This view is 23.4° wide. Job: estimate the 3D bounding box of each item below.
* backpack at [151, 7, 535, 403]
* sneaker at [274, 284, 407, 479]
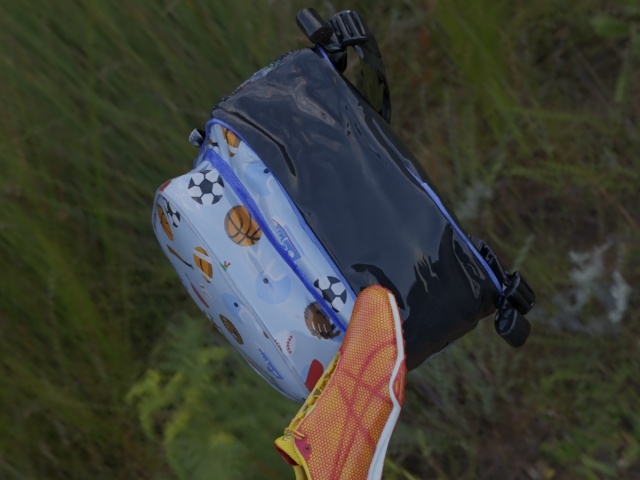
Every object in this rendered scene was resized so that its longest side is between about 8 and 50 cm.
[{"bbox_3d":[0.000,0.000,1.172,0.213,0.276,0.263,-31,-2,-4],"label":"backpack"},{"bbox_3d":[0.011,0.108,0.936,0.064,0.067,0.175,136,149,-73],"label":"sneaker"}]
